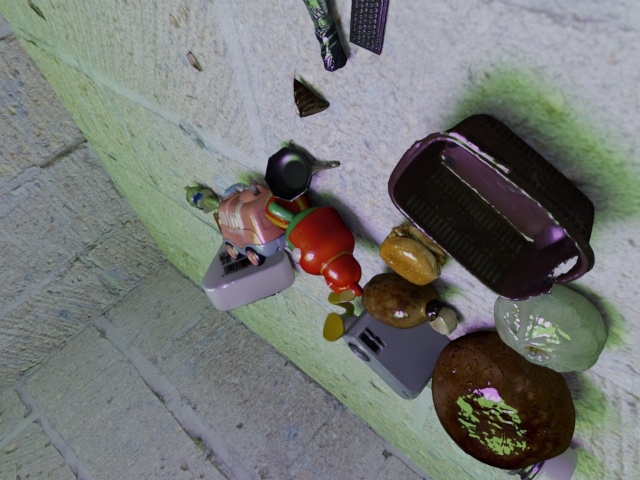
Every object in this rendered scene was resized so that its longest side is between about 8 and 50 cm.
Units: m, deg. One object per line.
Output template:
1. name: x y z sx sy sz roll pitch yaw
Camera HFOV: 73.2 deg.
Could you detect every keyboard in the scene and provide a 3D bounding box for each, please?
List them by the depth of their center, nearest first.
1. keyboard: 0.072 -0.369 0.623 0.067 0.011 0.202 35 154 19

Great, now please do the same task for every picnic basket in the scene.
1. picnic basket: 0.266 -0.063 0.660 0.297 0.129 0.222 42 154 4

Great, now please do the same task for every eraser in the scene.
1. eraser: -0.302 0.127 1.642 0.331 0.331 0.149 26 149 36

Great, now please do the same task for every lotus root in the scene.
1. lotus root: 0.204 0.150 1.069 0.260 0.145 0.128 5 122 61

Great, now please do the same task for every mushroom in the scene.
1. mushroom: 0.411 0.375 1.012 0.346 0.239 0.344 3 98 25

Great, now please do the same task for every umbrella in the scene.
1. umbrella: -0.003 -0.369 0.698 0.050 0.046 0.188 3 135 29

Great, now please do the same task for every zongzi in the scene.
1. zongzi: -0.032 -0.285 0.893 0.083 0.067 0.073 60 170 12

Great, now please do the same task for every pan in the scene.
1. pan: -0.042 -0.154 1.062 0.202 0.048 0.128 21 108 27

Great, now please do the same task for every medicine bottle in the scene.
1. medicine bottle: 0.525 0.547 1.174 0.273 0.165 0.165 32 153 26

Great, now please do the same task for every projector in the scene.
1. projector: 0.213 0.287 1.213 0.250 0.198 0.108 43 155 2

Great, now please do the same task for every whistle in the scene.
1. whistle: -0.462 -0.159 1.713 0.228 0.085 0.105 23 157 40

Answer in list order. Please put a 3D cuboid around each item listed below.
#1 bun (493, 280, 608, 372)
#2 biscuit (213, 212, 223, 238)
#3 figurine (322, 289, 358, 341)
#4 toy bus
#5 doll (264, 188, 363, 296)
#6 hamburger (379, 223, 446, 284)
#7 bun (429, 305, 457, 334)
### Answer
1. bun: 0.414 0.164 0.804 0.195 0.118 0.195 38 158 18
2. biscuit: -0.399 -0.028 1.893 0.131 0.025 0.230 33 153 23
3. figurine: 0.183 0.322 1.422 0.284 0.204 0.338 15 155 36
4. toy bus: -0.204 -0.066 1.337 0.288 0.194 0.232 14 133 50
5. doll: -0.001 0.000 1.115 0.363 0.160 0.183 54 -166 23
6. hamburger: 0.206 0.032 0.965 0.147 0.083 0.138 39 156 5
7. bun: 0.312 0.197 1.092 0.086 0.055 0.086 49 159 27
